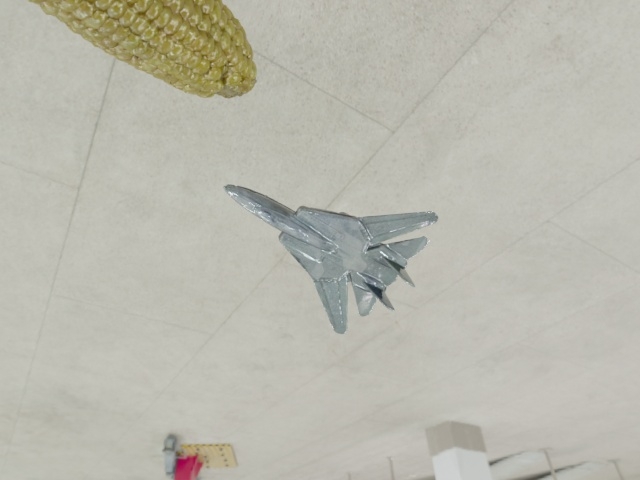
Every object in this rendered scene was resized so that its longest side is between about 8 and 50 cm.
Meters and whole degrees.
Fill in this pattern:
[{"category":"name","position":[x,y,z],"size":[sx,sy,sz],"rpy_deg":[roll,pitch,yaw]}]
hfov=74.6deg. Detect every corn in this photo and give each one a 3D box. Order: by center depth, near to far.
[{"category":"corn","position":[-0.168,-0.219,0.349],"size":[0.119,0.119,0.321],"rpy_deg":[-22,162,22]}]

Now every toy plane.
[{"category":"toy plane","position":[-0.001,-0.005,0.531],"size":[0.267,0.088,0.212],"rpy_deg":[31,108,-17]}]
